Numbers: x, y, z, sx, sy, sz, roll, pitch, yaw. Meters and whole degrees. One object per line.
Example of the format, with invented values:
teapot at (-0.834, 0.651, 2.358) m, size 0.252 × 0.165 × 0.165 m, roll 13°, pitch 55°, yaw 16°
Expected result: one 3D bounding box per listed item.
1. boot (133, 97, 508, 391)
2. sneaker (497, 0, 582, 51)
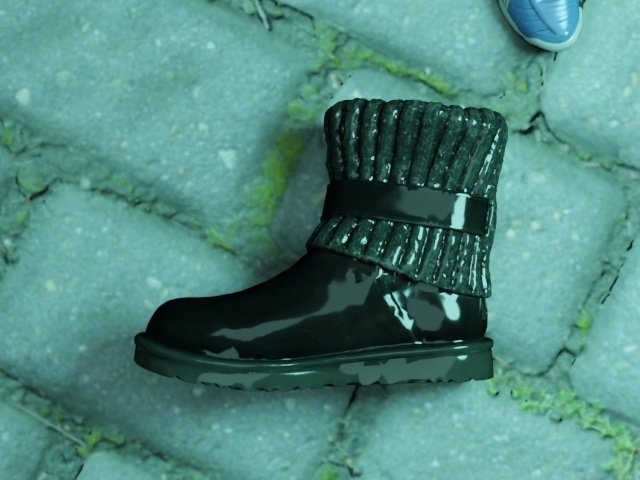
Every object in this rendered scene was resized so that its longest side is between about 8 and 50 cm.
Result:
boot at (0.001, 0.000, 1.502) m, size 0.347 × 0.131 × 0.260 m, roll -1°, pitch 93°, yaw -7°
sneaker at (0.196, -0.279, 1.535) m, size 0.080 × 0.081 × 0.211 m, roll -16°, pitch 87°, yaw 1°
